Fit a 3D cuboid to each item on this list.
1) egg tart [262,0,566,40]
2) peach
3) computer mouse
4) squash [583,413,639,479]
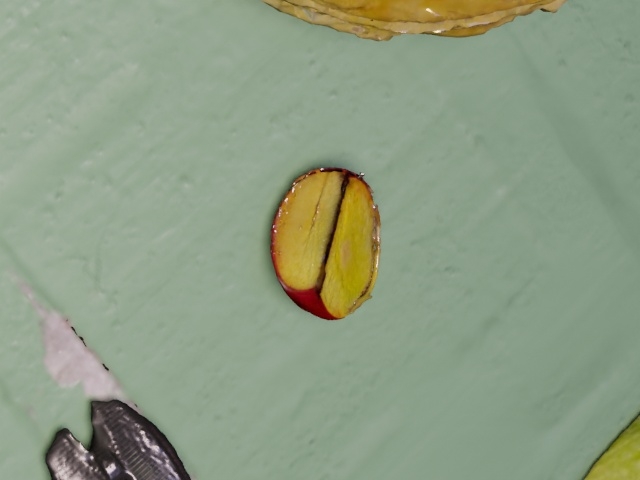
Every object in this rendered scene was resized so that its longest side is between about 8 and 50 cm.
[{"bbox_3d":[0.062,-0.278,0.995,0.352,0.150,0.352,-5,121,-8],"label":"egg tart"},{"bbox_3d":[0.000,0.000,1.112,0.077,0.050,0.083,-37,129,-43],"label":"peach"},{"bbox_3d":[-0.107,0.155,1.091,0.079,0.047,0.135,-37,115,-19],"label":"computer mouse"},{"bbox_3d":[0.235,0.212,1.316,0.204,0.155,0.237,-48,126,-55],"label":"squash"}]
